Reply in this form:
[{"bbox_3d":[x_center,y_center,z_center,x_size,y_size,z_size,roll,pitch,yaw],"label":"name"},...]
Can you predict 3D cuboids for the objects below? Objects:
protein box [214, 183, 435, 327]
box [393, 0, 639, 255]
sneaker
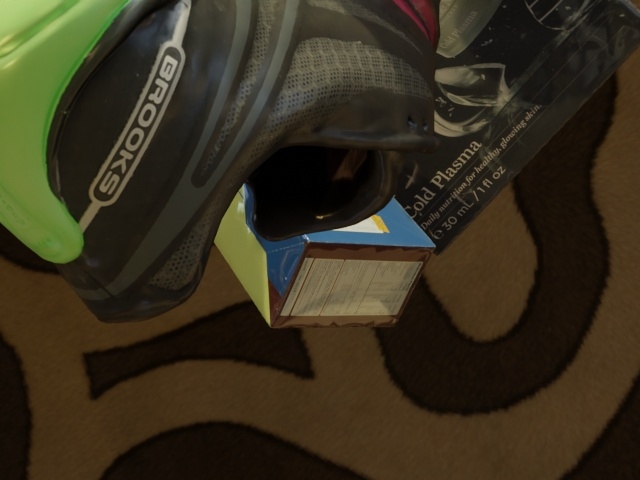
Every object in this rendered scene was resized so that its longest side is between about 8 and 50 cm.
[{"bbox_3d":[0.000,0.000,1.436,0.200,0.201,0.136,53,128,42],"label":"protein box"},{"bbox_3d":[0.141,-0.322,1.674,0.471,0.297,0.480,33,113,-19],"label":"box"},{"bbox_3d":[-0.015,-0.114,0.626,0.185,0.483,0.202,-12,110,43],"label":"sneaker"}]
